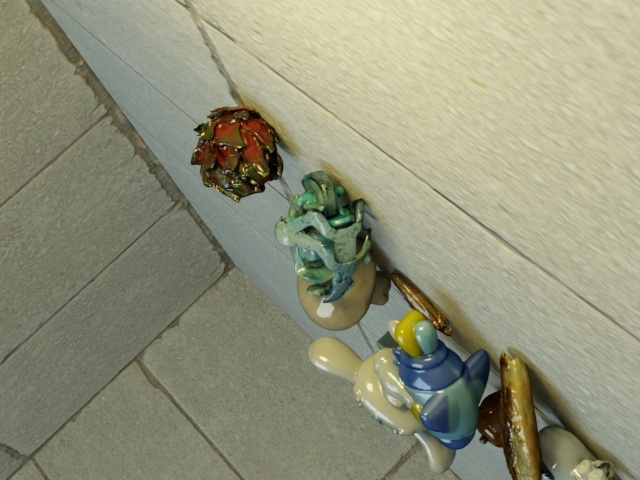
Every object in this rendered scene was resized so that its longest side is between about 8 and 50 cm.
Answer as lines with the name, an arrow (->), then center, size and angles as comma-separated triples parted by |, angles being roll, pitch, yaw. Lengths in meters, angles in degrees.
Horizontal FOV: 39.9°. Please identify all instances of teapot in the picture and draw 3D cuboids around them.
teapot -> 0.368, 0.378, 1.808 | 0.173, 0.116, 0.116 | 52, 169, -34

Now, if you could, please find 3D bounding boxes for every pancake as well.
pancake -> 0.355, 0.318, 1.594 | 0.244, 0.057, 0.266 | -19, -77, -84

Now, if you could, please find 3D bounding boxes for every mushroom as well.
mushroom -> 0.057, 0.086, 1.808 | 0.204, 0.204, 0.204 | 45, 170, 10

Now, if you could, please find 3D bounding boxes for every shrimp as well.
shrimp -> 0.200, 0.136, 1.764 | 0.178, 0.034, 0.124 | 45, 173, 19

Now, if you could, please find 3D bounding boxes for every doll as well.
doll -> 0.183, 0.296, 1.709 | 0.376, 0.187, 0.365 | 26, 149, -14

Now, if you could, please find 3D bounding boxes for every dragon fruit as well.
dragon fruit -> -0.156, -0.163, 1.677 | 0.182, 0.182, 0.189 | 62, -158, -57

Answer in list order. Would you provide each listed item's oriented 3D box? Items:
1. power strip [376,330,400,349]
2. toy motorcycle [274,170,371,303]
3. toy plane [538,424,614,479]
power strip -> 0.252, 0.362, 2.162 | 0.229, 0.141, 0.261 | 35, 162, 53
toy motorcycle -> 0.000, 0.000, 1.627 | 0.206, 0.154, 0.260 | 64, 155, 19
toy plane -> 0.468, 0.440, 1.617 | 0.245, 0.117, 0.245 | 45, 172, 8
